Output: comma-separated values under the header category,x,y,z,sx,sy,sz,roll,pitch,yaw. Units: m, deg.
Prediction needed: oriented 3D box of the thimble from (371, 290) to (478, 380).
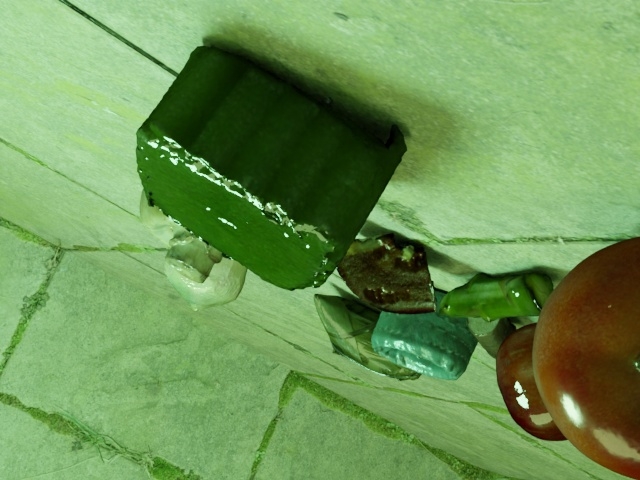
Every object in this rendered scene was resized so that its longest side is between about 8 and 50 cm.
category,x,y,z,sx,sy,sz,roll,pitch,yaw
thimble,0.212,0.187,2.163,0.198,0.143,0.235,30,166,-22

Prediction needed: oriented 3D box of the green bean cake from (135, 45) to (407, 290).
category,x,y,z,sx,sy,sz,roll,pitch,yaw
green bean cake,-0.076,-0.102,1.492,0.319,0.218,0.335,32,159,-1

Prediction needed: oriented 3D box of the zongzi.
category,x,y,z,sx,sy,sz,roll,pitch,yaw
zongzi,0.120,0.213,2.447,0.251,0.125,0.274,18,159,24

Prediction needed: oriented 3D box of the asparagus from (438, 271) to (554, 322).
category,x,y,z,sx,sy,sz,roll,pitch,yaw
asparagus,0.300,0.099,1.835,0.082,0.085,0.343,31,165,-14

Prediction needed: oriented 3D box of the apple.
category,x,y,z,sx,sy,sz,roll,pitch,yaw
apple,0.435,0.255,1.940,0.234,0.234,0.234,22,165,6

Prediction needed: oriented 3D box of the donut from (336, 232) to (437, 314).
category,x,y,z,sx,sy,sz,roll,pitch,yaw
donut,0.108,0.057,1.897,0.187,0.144,0.126,-3,-175,3

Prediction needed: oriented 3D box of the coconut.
category,x,y,z,sx,sy,sz,roll,pitch,yaw
coconut,-0.244,0.062,2.324,0.194,0.194,0.194,22,165,6

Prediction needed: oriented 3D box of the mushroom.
category,x,y,z,sx,sy,sz,roll,pitch,yaw
mushroom,-0.231,-0.046,1.921,0.254,0.195,0.189,4,152,45

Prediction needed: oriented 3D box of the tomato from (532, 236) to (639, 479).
category,x,y,z,sx,sy,sz,roll,pitch,yaw
tomato,0.428,0.149,1.381,0.322,0.321,0.321,22,165,6

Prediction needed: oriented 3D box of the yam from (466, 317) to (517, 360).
category,x,y,z,sx,sy,sz,roll,pitch,yaw
yam,0.330,0.172,2.047,0.084,0.084,0.127,13,162,35
